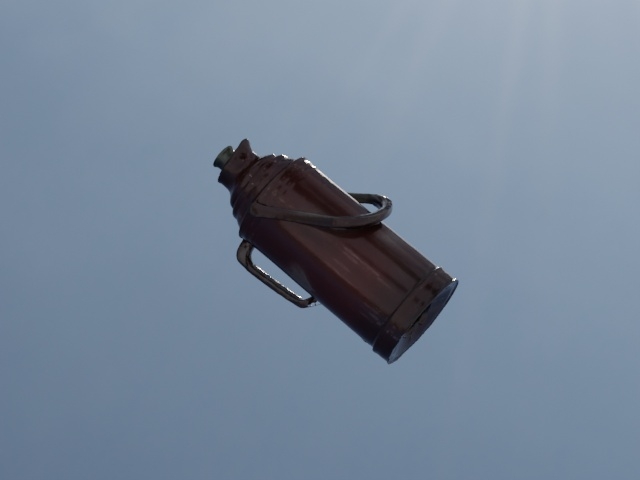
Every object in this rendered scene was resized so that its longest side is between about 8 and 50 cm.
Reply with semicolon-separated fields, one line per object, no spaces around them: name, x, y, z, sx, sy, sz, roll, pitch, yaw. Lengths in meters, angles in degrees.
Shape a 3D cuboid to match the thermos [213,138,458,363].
thermos;-0.002;0.001;1.691;0.232;0.124;0.099;38;-156;11
